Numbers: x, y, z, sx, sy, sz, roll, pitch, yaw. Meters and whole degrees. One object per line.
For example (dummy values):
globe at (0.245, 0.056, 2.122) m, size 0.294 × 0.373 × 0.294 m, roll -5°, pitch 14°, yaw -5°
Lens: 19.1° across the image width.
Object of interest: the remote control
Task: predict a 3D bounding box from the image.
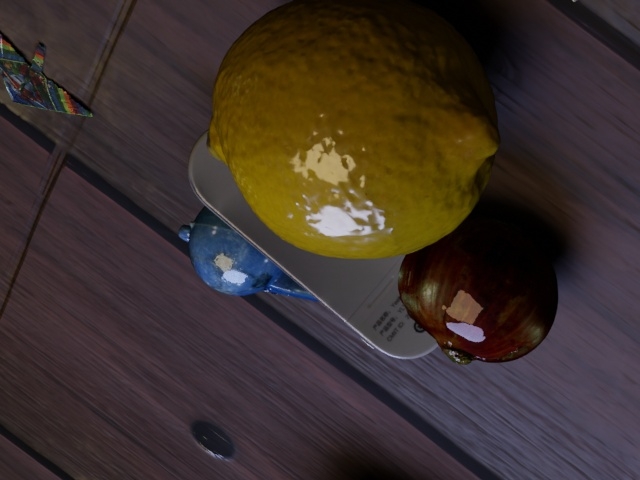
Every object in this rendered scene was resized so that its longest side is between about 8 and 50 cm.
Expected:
remote control at (0.000, 0.000, 1.465) m, size 0.245 × 0.077 × 0.022 m, roll 40°, pitch 180°, yaw -3°

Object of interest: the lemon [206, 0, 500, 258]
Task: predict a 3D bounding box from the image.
lemon at (0.020, -0.078, 1.273) m, size 0.244 × 0.187 × 0.187 m, roll 3°, pitch 131°, yaw 45°

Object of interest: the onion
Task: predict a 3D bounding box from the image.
onion at (0.115, 0.037, 1.373) m, size 0.117 × 0.118 × 0.118 m, roll 17°, pitch 145°, yaw -9°

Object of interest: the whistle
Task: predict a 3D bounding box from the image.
whistle at (-0.048, 0.006, 1.504) m, size 0.158 × 0.090 × 0.090 m, roll 10°, pitch 136°, yaw 33°

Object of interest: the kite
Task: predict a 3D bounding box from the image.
kite at (-0.240, -0.135, 1.580) m, size 0.122 × 0.004 × 0.090 m, roll 39°, pitch 144°, yaw -1°
